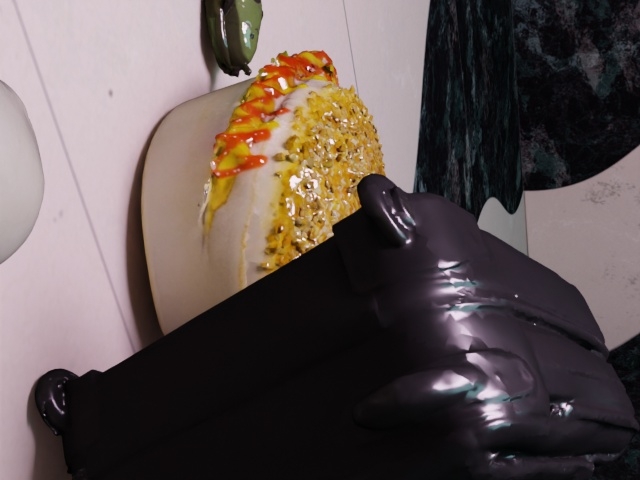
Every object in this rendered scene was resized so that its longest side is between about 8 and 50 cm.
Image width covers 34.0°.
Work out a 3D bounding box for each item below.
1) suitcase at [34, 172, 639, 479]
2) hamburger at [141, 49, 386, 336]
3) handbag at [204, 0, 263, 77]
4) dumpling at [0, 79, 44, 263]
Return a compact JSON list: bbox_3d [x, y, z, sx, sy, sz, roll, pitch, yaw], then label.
[{"bbox_3d":[0.024,0.135,0.751,0.339,0.345,0.188,22,42,-53],"label":"suitcase"},{"bbox_3d":[-0.033,-0.010,0.913,0.276,0.179,0.294,-56,143,-59],"label":"hamburger"},{"bbox_3d":[-0.079,-0.204,0.967,0.072,0.047,0.111,14,76,-70],"label":"handbag"},{"bbox_3d":[-0.207,-0.054,0.553,0.176,0.092,0.150,25,54,-64],"label":"dumpling"}]
